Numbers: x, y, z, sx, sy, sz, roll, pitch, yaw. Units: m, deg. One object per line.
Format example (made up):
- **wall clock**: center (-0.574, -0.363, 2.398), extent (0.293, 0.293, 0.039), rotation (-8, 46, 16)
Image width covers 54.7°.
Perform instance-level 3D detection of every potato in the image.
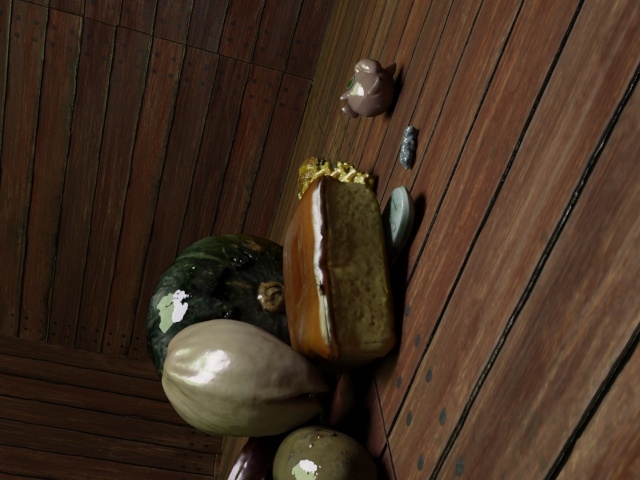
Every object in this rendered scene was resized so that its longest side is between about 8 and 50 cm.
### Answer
- **potato**: center (0.003, 0.380, 1.012), extent (0.262, 0.165, 0.165), rotation (111, 169, -69)

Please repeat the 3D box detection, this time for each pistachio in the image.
- **pistachio**: center (-0.140, 0.253, 1.120), extent (0.226, 0.332, 0.208), rotation (26, -109, -59)

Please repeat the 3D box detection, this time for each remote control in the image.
- **remote control**: center (0.125, 0.008, 1.141), extent (0.097, 0.045, 0.256), rotation (-98, 20, -44)

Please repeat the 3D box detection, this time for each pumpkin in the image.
- **pumpkin**: center (-0.175, 0.195, 1.442), extent (0.344, 0.454, 0.454), rotation (-31, 44, 50)

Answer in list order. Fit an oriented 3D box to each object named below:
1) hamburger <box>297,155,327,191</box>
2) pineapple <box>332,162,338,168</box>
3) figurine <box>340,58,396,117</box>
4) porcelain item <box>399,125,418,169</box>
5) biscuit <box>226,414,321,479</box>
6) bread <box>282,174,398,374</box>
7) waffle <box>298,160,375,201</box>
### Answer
- **hamburger**: center (-0.031, -0.225, 2.161), extent (0.166, 0.087, 0.137), rotation (147, 135, -75)
- **pineapple**: center (0.032, -0.126, 1.678), extent (0.111, 0.119, 0.237), rotation (59, -167, -22)
- **figurine**: center (0.115, -0.350, 1.433), extent (0.138, 0.125, 0.125), rotation (-47, 29, 45)
- **porcelain item**: center (0.169, -0.177, 1.187), extent (0.036, 0.028, 0.083), rotation (72, -153, -77)
- **biscuit**: center (-0.117, 0.508, 1.223), extent (0.407, 0.091, 0.407), rotation (20, -90, -73)
- **bread**: center (0.020, 0.083, 1.180), extent (0.333, 0.143, 0.324), rotation (124, 143, -67)
- **waffle**: center (0.030, -0.071, 1.479), extent (0.254, 0.052, 0.245), rotation (16, 92, 47)
